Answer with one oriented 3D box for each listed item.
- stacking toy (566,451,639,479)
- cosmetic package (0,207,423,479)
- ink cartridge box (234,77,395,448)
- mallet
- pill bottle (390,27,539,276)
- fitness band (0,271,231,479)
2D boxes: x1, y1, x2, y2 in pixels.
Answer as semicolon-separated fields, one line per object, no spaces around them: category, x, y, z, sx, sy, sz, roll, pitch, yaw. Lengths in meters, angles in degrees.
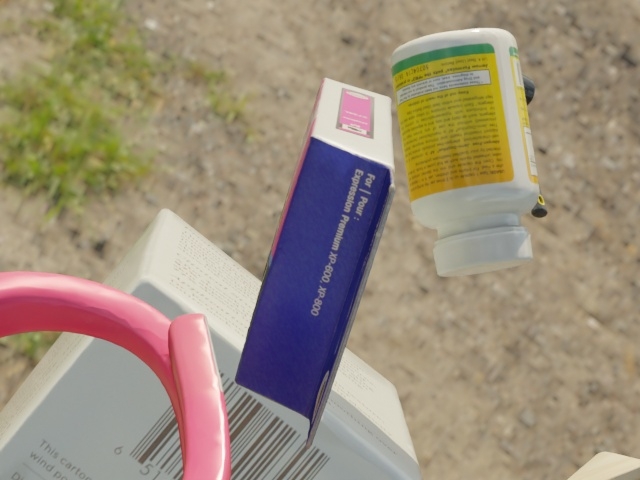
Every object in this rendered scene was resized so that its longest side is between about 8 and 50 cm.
stacking toy;0.217;0.241;1.166;0.309;0.279;0.130;-29;95;-32
cosmetic package;-0.132;0.215;1.715;0.329;0.327;0.393;38;6;-7
ink cartridge box;0.000;0.000;1.237;0.069;0.175;0.371;17;13;-4
mallet;0.202;-0.108;1.865;0.062;0.039;0.189;22;45;-30
pill bottle;0.133;-0.077;1.600;0.118;0.118;0.208;-3;82;-39
fitness band;-0.159;0.117;1.033;0.209;0.054;0.291;-5;37;-7
